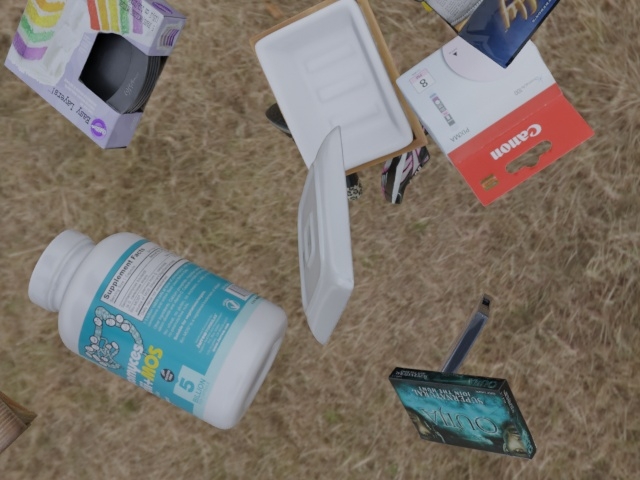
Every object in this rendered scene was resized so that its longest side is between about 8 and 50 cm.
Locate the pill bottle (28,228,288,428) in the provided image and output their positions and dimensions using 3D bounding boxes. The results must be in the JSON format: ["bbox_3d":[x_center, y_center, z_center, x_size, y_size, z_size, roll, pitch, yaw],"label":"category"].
[{"bbox_3d":[-0.179,0.085,0.910,0.264,0.146,0.146,26,107,7],"label":"pill bottle"}]

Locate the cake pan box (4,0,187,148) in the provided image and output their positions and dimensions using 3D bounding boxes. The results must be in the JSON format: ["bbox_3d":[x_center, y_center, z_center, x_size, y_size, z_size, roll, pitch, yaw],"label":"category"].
[{"bbox_3d":[-0.360,-0.312,1.328,0.267,0.070,0.246,40,117,16],"label":"cake pan box"}]

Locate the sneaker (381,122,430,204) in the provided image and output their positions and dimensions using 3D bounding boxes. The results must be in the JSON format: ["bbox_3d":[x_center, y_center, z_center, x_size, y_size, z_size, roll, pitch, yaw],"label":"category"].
[{"bbox_3d":[0.170,-0.149,1.576,0.077,0.072,0.178,5,113,-17],"label":"sneaker"}]

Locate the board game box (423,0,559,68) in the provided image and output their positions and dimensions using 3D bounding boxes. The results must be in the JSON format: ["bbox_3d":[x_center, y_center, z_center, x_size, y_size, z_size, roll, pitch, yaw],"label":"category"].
[{"bbox_3d":[0.148,-0.241,0.511,0.042,0.165,0.243,28,111,-26],"label":"board game box"}]

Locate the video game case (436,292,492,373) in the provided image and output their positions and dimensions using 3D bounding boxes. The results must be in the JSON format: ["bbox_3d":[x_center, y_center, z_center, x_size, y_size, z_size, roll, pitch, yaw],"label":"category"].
[{"bbox_3d":[0.251,0.197,1.511,0.026,0.274,0.196,30,99,9],"label":"video game case"}]

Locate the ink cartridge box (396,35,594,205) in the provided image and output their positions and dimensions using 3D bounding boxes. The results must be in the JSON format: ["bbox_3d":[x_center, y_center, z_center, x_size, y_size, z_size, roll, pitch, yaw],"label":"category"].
[{"bbox_3d":[0.244,-0.195,1.189,0.189,0.066,0.232,-34,58,7],"label":"ink cartridge box"}]

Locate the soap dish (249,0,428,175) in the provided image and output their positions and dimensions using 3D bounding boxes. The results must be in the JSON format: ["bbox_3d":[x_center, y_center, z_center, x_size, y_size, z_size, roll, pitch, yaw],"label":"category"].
[{"bbox_3d":[0.037,-0.268,1.469,0.228,0.118,0.291,-20,103,25],"label":"soap dish"}]

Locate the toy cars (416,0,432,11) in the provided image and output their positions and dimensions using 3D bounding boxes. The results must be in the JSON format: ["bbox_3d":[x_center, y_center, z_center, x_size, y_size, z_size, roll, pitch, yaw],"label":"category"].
[{"bbox_3d":[0.083,-0.493,1.078,0.087,0.176,0.394,-24,98,21],"label":"toy cars"}]

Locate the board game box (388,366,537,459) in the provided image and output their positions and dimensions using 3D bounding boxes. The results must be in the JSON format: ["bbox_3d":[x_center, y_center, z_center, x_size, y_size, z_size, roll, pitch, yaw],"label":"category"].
[{"bbox_3d":[0.192,0.234,1.139,0.186,0.026,0.126,-2,124,46],"label":"board game box"}]

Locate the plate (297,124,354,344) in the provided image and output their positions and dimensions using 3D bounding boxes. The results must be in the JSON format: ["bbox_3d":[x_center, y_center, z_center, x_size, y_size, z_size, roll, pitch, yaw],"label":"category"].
[{"bbox_3d":[0.000,0.000,1.355,0.045,0.278,0.277,0,65,-10],"label":"plate"}]

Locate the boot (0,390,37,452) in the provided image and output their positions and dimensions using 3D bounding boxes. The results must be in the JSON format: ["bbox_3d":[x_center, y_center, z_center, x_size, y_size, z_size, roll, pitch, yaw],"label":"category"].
[{"bbox_3d":[-0.348,0.139,0.793,0.152,0.073,0.197,46,153,-4],"label":"boot"}]

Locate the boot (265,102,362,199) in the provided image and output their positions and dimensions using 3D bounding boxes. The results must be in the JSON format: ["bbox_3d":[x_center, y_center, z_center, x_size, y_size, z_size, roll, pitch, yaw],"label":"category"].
[{"bbox_3d":[-0.012,-0.189,1.765,0.236,0.085,0.179,28,151,36],"label":"boot"}]
